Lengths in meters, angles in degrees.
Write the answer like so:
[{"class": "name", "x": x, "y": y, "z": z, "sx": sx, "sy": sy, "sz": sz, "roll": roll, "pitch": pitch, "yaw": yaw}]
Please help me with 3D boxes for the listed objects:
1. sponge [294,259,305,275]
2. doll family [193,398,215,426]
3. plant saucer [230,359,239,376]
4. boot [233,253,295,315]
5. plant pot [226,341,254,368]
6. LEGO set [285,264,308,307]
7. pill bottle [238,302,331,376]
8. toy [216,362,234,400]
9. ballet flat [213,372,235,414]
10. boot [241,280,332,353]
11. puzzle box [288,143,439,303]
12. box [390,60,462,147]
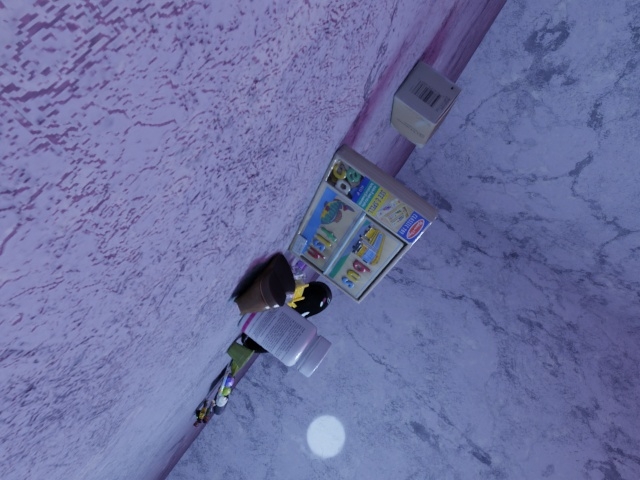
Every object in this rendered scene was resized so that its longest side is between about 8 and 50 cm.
[{"class": "sponge", "x": -0.119, "y": 0.155, "z": 1.670, "sx": 0.210, "sy": 0.031, "sz": 0.117, "roll": -52, "pitch": 174, "yaw": -17}, {"class": "doll family", "x": -0.549, "y": 0.816, "z": 1.926, "sx": 0.193, "sy": 0.076, "sz": 0.111, "roll": 110, "pitch": -2, "yaw": -55}, {"class": "plant saucer", "x": -0.358, "y": 0.532, "z": 1.928, "sx": 0.188, "sy": 0.045, "sz": 0.188, "roll": -49, "pitch": 174, "yaw": -37}, {"class": "boot", "x": -0.141, "y": 0.115, "z": 1.081, "sx": 0.115, "sy": 0.112, "sz": 0.305, "roll": -24, "pitch": -175, "yaw": 11}, {"class": "plant pot", "x": -0.303, "y": 0.419, "z": 1.520, "sx": 0.083, "sy": 0.079, "sz": 0.083, "roll": -53, "pitch": 174, "yaw": -8}, {"class": "LEGO set", "x": -0.145, "y": 0.190, "z": 1.520, "sx": 0.132, "sy": 0.107, "sz": 0.287, "roll": 7, "pitch": 132, "yaw": -43}, {"class": "pill bottle", "x": -0.114, "y": 0.309, "z": 1.352, "sx": 0.160, "sy": 0.283, "sz": 0.160, "roll": -53, "pitch": 174, "yaw": -8}, {"class": "toy", "x": -0.430, "y": 0.662, "z": 1.871, "sx": 0.237, "sy": 0.056, "sz": 0.136, "roll": 121, "pitch": -14, "yaw": -52}, {"class": "ballet flat", "x": -0.478, "y": 0.750, "z": 2.015, "sx": 0.074, "sy": 0.074, "sz": 0.203, "roll": 116, "pitch": -7, "yaw": -62}, {"class": "boot", "x": -0.127, "y": 0.307, "z": 1.616, "sx": 0.348, "sy": 0.131, "sz": 0.260, "roll": -33, "pitch": -177, "yaw": 22}, {"class": "puzzle box", "x": 0.086, "y": -0.018, "z": 1.074, "sx": 0.052, "sy": 0.272, "sz": 0.409, "roll": -49, "pitch": 172, "yaw": -40}, {"class": "box", "x": 0.306, "y": -0.396, "z": 1.239, "sx": 0.121, "sy": 0.148, "sz": 0.311, "roll": -53, "pitch": 173, "yaw": 5}]
